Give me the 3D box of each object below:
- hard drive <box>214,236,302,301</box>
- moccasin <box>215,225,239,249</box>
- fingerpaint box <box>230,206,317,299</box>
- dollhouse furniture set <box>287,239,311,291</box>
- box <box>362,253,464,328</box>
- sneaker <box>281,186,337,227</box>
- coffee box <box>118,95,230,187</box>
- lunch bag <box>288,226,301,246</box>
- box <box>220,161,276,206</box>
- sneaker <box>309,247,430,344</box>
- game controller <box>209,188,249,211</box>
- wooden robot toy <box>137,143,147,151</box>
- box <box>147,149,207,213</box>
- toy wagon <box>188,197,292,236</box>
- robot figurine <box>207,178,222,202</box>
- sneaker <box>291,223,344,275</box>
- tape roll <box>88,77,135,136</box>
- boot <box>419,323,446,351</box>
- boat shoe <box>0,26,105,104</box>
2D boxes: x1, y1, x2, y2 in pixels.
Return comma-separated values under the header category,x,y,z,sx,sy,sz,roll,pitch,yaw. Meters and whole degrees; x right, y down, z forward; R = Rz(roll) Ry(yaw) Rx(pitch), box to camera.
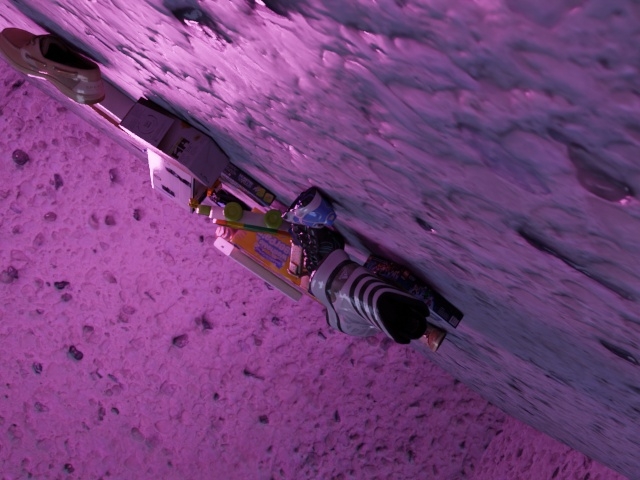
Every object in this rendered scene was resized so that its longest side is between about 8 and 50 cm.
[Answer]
category,x,y,z,sx,sy,sz,roll,pitch,yaw
hard drive,-0.254,0.116,2.278,0.353,0.047,0.233,37,174,-26
moccasin,-0.324,-0.016,2.565,0.147,0.139,0.380,29,-179,18
fingerpaint box,-0.068,0.093,2.110,0.444,0.163,0.371,32,174,15
dollhouse furniture set,-0.023,0.102,1.786,0.101,0.182,0.161,-13,-151,-41
box,0.232,0.127,1.423,0.233,0.044,0.159,38,173,-26
sneaker,-0.026,-0.058,1.229,0.081,0.080,0.211,39,174,-11
coffee box,-0.375,-0.253,1.462,0.246,0.098,0.141,32,173,18
lunch bag,-0.038,-0.020,1.618,0.098,0.065,0.067,26,153,57
box,-0.226,-0.169,1.592,0.207,0.036,0.114,36,173,-14
sneaker,0.148,0.200,1.417,0.257,0.169,0.447,33,171,29
game controller,-0.363,-0.131,2.367,0.166,0.067,0.319,33,173,15
wooden robot toy,-0.605,-0.352,2.116,0.079,0.076,0.173,-8,154,22
box,-0.437,-0.213,1.748,0.169,0.087,0.290,35,155,0
toy wagon,-0.235,-0.067,1.731,0.344,0.068,0.267,9,177,-1
robot figurine,-0.429,-0.220,1.998,0.211,0.085,0.291,36,172,-10
sneaker,0.000,0.000,1.478,0.101,0.106,0.267,36,155,34
tape roll,-0.654,-0.415,1.793,0.392,0.072,0.392,33,173,5
boot,0.353,0.313,1.990,0.165,0.077,0.213,35,176,9
boat shoe,-0.695,-0.480,1.462,0.341,0.122,0.110,31,135,10
